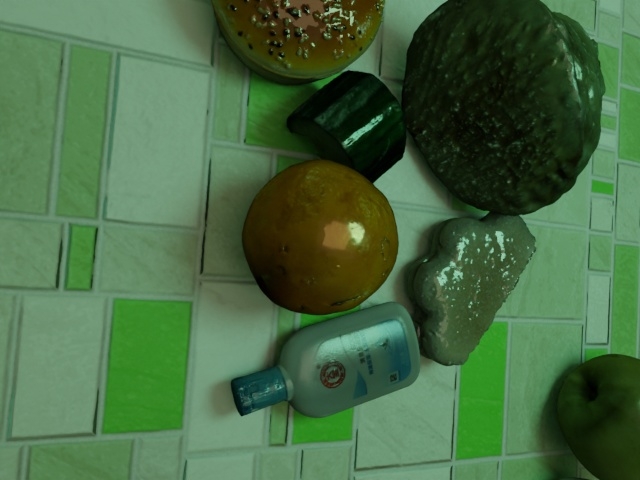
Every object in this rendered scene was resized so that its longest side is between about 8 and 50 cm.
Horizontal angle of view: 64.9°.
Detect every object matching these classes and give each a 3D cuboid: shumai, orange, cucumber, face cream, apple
[{"bbox_3d":[0.370,-0.275,0.938,0.323,0.324,0.398,-34,105,-34],"label":"shumai"},{"bbox_3d":[0.000,0.000,0.788,0.246,0.246,0.246,1,88,-22],"label":"orange"},{"bbox_3d":[0.053,-0.180,0.853,0.130,0.191,0.191,-41,104,-12],"label":"cucumber"},{"bbox_3d":[0.014,0.219,0.875,0.336,0.080,0.163,-12,94,-22],"label":"face cream"},{"bbox_3d":[0.632,0.372,1.038,0.262,0.262,0.262,1,88,-22],"label":"apple"}]

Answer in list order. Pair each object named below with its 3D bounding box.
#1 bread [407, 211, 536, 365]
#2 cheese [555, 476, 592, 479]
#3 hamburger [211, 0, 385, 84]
[{"bbox_3d":[0.271,0.068,0.977,0.183,0.102,0.337,38,78,-13],"label":"bread"},{"bbox_3d":[0.547,0.574,1.031,0.189,0.198,0.154,21,77,-29],"label":"cheese"},{"bbox_3d":[-0.035,-0.406,0.820,0.300,0.176,0.300,0,90,-22],"label":"hamburger"}]
